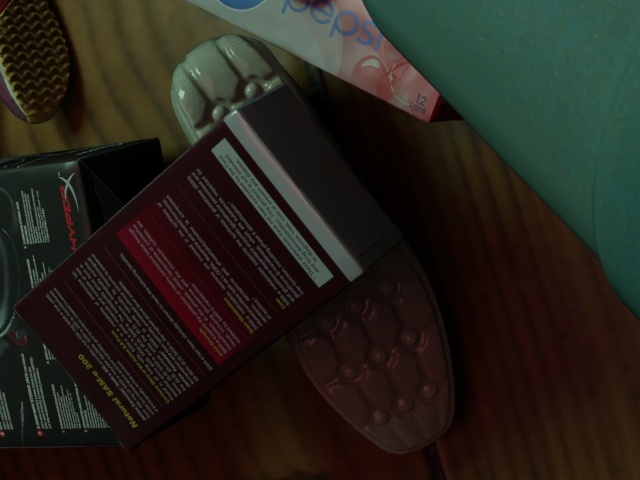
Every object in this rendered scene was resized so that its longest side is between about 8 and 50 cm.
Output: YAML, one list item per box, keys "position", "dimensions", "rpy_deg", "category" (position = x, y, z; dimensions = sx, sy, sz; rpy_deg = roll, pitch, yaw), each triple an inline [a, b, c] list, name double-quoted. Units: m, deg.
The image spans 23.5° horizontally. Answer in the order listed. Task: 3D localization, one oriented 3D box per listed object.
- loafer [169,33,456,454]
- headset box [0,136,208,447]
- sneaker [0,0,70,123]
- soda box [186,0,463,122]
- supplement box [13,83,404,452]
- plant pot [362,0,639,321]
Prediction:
- position: [0.000, 0.000, 1.082]
  dimensions: [0.112, 0.111, 0.319]
  rpy_deg: [-27, 96, 1]
  category: "loafer"
- position: [-0.253, 0.046, 1.212]
  dimensions: [0.293, 0.110, 0.218]
  rpy_deg: [-6, 99, 30]
  category: "headset box"
- position: [-0.264, -0.173, 1.241]
  dimensions: [0.084, 0.069, 0.185]
  rpy_deg: [-27, 81, 47]
  category: "sneaker"
- position: [0.002, -0.174, 1.068]
  dimensions: [0.263, 0.083, 0.092]
  rpy_deg: [29, 109, 25]
  category: "soda box"
- position: [-0.077, 0.022, 1.007]
  dimensions: [0.239, 0.073, 0.130]
  rpy_deg: [-37, 90, 31]
  category: "supplement box"
- position: [0.207, -0.126, 0.805]
  dimensions: [0.334, 0.341, 0.341]
  rpy_deg: [45, 116, 41]
  category: "plant pot"
